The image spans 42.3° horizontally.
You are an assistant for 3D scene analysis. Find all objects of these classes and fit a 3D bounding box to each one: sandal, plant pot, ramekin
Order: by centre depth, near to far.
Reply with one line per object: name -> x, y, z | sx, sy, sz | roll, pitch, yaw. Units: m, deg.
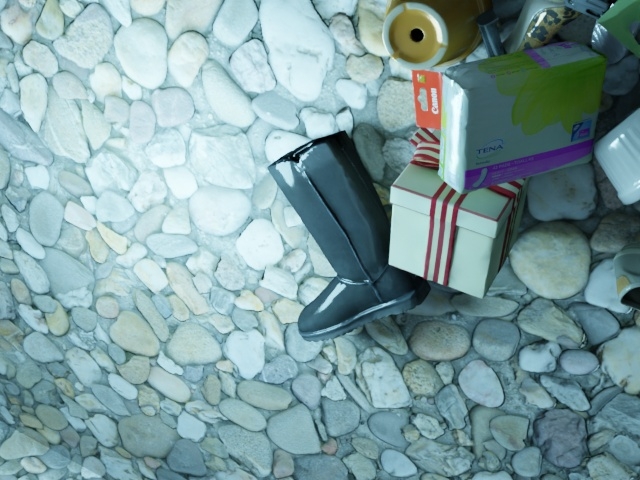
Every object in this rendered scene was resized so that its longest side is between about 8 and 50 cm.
sandal -> 0.559, -0.437, 1.456 | 0.102, 0.076, 0.265 | 46, 147, 25
ramekin -> 0.614, -0.195, 1.478 | 0.127, 0.273, 0.273 | 50, 128, 6
plant pot -> 0.207, -0.414, 1.576 | 0.205, 0.188, 0.205 | 12, 124, 19

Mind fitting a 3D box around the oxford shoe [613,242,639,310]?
oxford shoe -> 0.798, 0.142, 1.644 | 0.449, 0.130, 0.169 | 21, 154, 16

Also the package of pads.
package of pads -> 0.362, -0.227, 1.494 | 0.296, 0.101, 0.229 | -15, 128, -14

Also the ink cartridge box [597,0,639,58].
ink cartridge box -> 0.596, -0.384, 1.336 | 0.171, 0.056, 0.235 | 37, 123, -10

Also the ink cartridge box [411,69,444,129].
ink cartridge box -> 0.255, -0.253, 1.603 | 0.179, 0.045, 0.145 | 14, 139, 26

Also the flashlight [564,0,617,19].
flashlight -> 0.384, -0.499, 1.447 | 0.304, 0.103, 0.103 | 29, 87, 19

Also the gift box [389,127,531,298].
gift box -> 0.287, -0.085, 1.709 | 0.255, 0.276, 0.258 | 17, 137, 18

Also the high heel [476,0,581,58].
high heel -> 0.439, -0.397, 1.569 | 0.261, 0.093, 0.186 | -18, 140, 16

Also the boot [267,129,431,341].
boot -> 0.002, -0.001, 1.954 | 0.367, 0.146, 0.445 | -24, 111, 25
